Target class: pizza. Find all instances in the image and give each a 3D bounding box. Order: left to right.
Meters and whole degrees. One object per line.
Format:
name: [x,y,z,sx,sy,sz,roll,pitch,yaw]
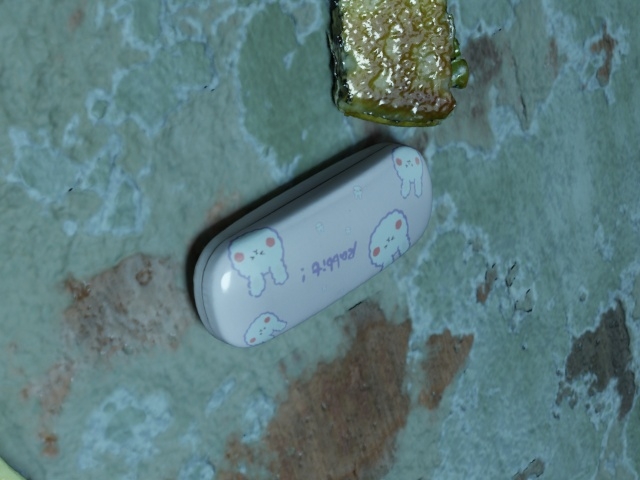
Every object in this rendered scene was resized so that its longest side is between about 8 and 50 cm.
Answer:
pizza: [0.072,-0.217,1.259,0.147,0.069,0.226,-14,109,-18]

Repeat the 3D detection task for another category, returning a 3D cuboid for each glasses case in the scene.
glasses case: [0.000,0.000,1.238,0.297,0.075,0.113,-32,124,-33]

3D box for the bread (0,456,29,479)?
bread: [-0.296,0.220,1.022,0.125,0.068,0.188,-53,131,-19]
